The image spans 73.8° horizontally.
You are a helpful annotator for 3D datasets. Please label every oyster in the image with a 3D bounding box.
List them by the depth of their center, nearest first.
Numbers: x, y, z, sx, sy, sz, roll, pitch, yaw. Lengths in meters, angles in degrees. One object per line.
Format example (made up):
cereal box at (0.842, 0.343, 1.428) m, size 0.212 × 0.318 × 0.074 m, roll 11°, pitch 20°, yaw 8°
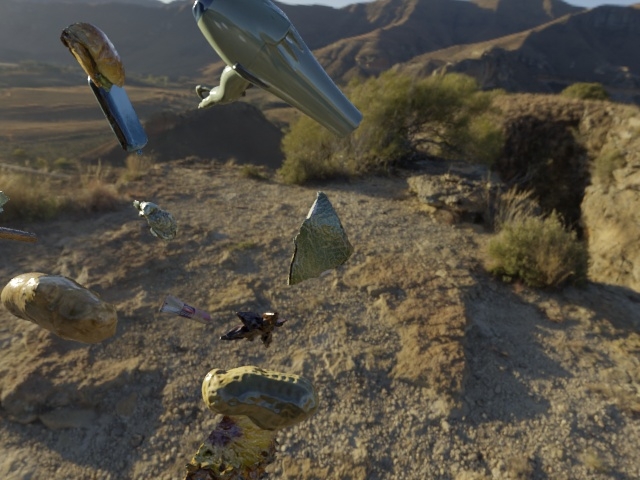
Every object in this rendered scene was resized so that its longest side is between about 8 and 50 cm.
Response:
oyster at (-0.257, -0.040, 0.662) m, size 0.037 × 0.098 × 0.100 m, roll -44°, pitch 49°, yaw -11°

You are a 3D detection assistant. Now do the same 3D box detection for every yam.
yam at (-0.772, -0.015, 1.053) m, size 0.032 × 0.032 × 0.145 m, roll 14°, pitch -4°, yaw 16°

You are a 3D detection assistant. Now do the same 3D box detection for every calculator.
calculator at (-0.660, -0.422, 1.406) m, size 0.051 × 0.293 × 0.173 m, roll -19°, pitch 21°, yaw 3°

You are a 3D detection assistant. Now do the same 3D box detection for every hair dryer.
hair dryer at (-0.051, -0.137, 0.423) m, size 0.167 × 0.068 × 0.199 m, roll 33°, pitch -21°, yaw -9°

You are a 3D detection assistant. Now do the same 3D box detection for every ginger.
ginger at (-0.615, 0.145, 0.981) m, size 0.353 × 0.190 × 0.127 m, roll 5°, pitch 60°, yaw 30°

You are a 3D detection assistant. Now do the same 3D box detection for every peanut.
peanut at (-0.096, 0.256, 0.697) m, size 0.193 × 0.094 × 0.083 m, roll 12°, pitch 16°, yaw -13°

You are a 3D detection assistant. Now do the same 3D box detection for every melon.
melon at (0.004, 0.002, 0.876) m, size 0.139 × 0.203 × 0.093 m, roll 14°, pitch 20°, yaw -17°

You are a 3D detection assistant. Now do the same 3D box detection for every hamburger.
hamburger at (-0.472, -0.386, 0.930) m, size 0.087 × 0.102 × 0.176 m, roll -40°, pitch -2°, yaw -13°

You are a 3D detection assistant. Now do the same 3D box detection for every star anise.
star anise at (-0.170, 0.223, 1.087) m, size 0.156 × 0.212 × 0.054 m, roll 10°, pitch 52°, yaw -24°

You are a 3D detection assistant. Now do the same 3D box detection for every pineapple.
pineapple at (-0.133, 0.366, 0.735) m, size 0.135 × 0.080 × 0.233 m, roll 30°, pitch 21°, yaw 7°

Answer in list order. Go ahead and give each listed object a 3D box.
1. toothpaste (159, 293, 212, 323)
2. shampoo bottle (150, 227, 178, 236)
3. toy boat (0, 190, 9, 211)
toothpaste at (-0.318, 0.174, 1.029) m, size 0.028 × 0.045 × 0.170 m, roll 18°, pitch -14°, yaw 33°
shampoo bottle at (-0.358, -0.024, 1.003) m, size 0.049 × 0.034 × 0.141 m, roll -39°, pitch 3°, yaw -9°
toy boat at (-0.664, 0.010, 0.726) m, size 0.067 × 0.220 × 0.291 m, roll 45°, pitch 52°, yaw 0°
